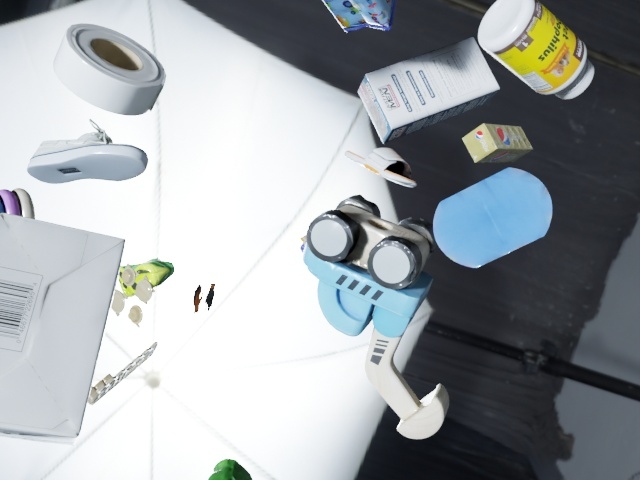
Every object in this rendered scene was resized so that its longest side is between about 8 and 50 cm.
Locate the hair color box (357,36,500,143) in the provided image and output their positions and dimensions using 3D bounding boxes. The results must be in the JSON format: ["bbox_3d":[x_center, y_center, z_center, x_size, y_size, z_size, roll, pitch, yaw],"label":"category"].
[{"bbox_3d":[0.298,-0.416,1.921,0.174,0.347,0.105,66,165,10],"label":"hair color box"}]

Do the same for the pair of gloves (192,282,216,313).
[{"bbox_3d":[-0.289,0.142,1.721,0.083,0.010,0.074,-1,-77,-63],"label":"pair of gloves"}]

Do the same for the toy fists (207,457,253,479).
[{"bbox_3d":[-0.170,0.626,1.545,0.096,0.279,0.142,-26,22,11],"label":"toy fists"}]

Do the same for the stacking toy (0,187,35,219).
[{"bbox_3d":[-0.843,-0.052,1.598,0.141,0.330,0.141,4,95,48],"label":"stacking toy"}]

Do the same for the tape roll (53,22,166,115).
[{"bbox_3d":[-0.567,-0.464,1.886,0.100,0.286,0.286,-54,14,28],"label":"tape roll"}]

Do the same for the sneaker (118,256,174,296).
[{"bbox_3d":[-0.560,0.117,2.225,0.295,0.123,0.110,-6,98,50],"label":"sneaker"}]

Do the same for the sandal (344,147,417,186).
[{"bbox_3d":[0.161,-0.218,1.867,0.265,0.101,0.076,34,103,45],"label":"sandal"}]

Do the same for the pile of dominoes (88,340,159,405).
[{"bbox_3d":[-0.577,0.372,2.016,0.251,0.040,0.196,-42,-3,-37],"label":"pile of dominoes"}]

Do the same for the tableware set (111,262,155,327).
[{"bbox_3d":[-0.529,0.156,1.951,0.020,0.141,0.169,-3,-55,-56],"label":"tableware set"}]

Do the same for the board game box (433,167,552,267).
[{"bbox_3d":[0.248,-0.025,0.993,0.033,0.168,0.133,49,-162,-48],"label":"board game box"}]

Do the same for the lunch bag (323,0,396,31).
[{"bbox_3d":[0.103,-0.656,1.552,0.221,0.138,0.294,39,-113,-52],"label":"lunch bag"}]

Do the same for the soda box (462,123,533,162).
[{"bbox_3d":[0.373,-0.202,1.454,0.058,0.181,0.061,-35,73,37],"label":"soda box"}]

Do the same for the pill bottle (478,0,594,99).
[{"bbox_3d":[0.393,-0.341,1.246,0.117,0.214,0.117,-38,38,38],"label":"pill bottle"}]

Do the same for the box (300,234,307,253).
[{"bbox_3d":[0.000,0.000,2.150,0.081,0.136,0.028,61,179,-36],"label":"box"}]

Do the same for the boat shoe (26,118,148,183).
[{"bbox_3d":[-0.609,-0.246,1.860,0.136,0.366,0.157,48,-136,-53],"label":"boat shoe"}]

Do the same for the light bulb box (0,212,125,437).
[{"bbox_3d":[-0.526,0.187,1.308,0.361,0.225,0.358,138,143,-62],"label":"light bulb box"}]

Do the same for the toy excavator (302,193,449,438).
[{"bbox_3d":[0.137,0.175,1.568,0.222,0.432,0.446,-38,-31,-64],"label":"toy excavator"}]
